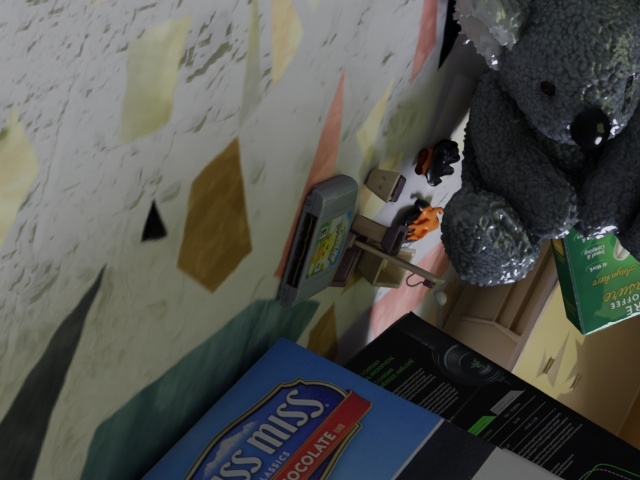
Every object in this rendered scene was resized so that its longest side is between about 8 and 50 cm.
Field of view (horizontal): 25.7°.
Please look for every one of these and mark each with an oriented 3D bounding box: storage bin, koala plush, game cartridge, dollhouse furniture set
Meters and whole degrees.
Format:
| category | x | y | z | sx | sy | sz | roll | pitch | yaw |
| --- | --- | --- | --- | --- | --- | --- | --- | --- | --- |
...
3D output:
| category | x | y | z | sx | sy | sz | roll | pitch | yaw |
| --- | --- | --- | --- | --- | --- | --- | --- | --- | --- |
| storage bin | 0.266 | 0.086 | 1.299 | 0.262 | 0.123 | 0.260 | 30 | 84 | -30 |
| koala plush | 0.173 | -0.109 | 0.971 | 0.221 | 0.196 | 0.203 | 77 | 11 | -53 |
| game cartridge | 0.000 | 0.000 | 0.904 | 0.056 | 0.017 | 0.083 | -33 | 143 | -61 |
| dollhouse furniture set | 0.072 | 0.008 | 0.990 | 0.091 | 0.081 | 0.114 | -66 | 159 | 5 |

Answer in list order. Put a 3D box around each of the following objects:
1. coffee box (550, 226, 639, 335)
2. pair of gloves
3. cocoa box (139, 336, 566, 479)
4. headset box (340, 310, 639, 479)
| category | x | y | z | sx | sy | sz | roll | pitch | yaw |
| --- | --- | --- | --- | --- | --- | --- | --- | --- | --- |
| coffee box | 0.241 | -0.023 | 1.148 | 0.113 | 0.040 | 0.184 | -22 | 116 | -9 |
| pair of gloves | 0.081 | -0.037 | 1.062 | 0.074 | 0.010 | 0.083 | -17 | 127 | -61 |
| cocoa box | -0.007 | 0.287 | 0.909 | 0.231 | 0.228 | 0.347 | -43 | 150 | -41 |
| headset box | 0.109 | 0.227 | 1.052 | 0.131 | 0.283 | 0.246 | -36 | 144 | -39 |
